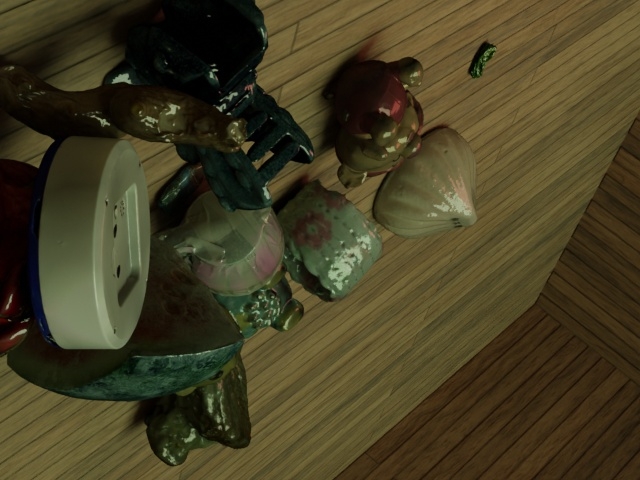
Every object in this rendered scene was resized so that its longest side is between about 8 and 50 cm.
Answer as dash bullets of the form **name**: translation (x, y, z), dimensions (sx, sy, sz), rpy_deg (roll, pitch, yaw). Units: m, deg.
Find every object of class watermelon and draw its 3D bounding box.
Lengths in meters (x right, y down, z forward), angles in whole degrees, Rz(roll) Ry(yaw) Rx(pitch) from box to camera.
- **watermelon**: translation (-0.286, 0.098, 1.770), dimensions (0.228, 0.387, 0.258), rpy_deg (6, 81, -41)

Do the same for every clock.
- **clock**: translation (-0.245, 0.003, 1.353), dimensions (0.230, 0.083, 0.230), rpy_deg (1, 90, -82)

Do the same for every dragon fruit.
- **dragon fruit**: translation (-0.377, 0.014, 1.345), dimensions (0.234, 0.234, 0.293), rpy_deg (-49, -163, -5)

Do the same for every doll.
- **doll**: translation (0.103, -0.202, 2.141), dimensions (0.196, 0.152, 0.256), rpy_deg (-32, 161, -12)
- **doll**: translation (-0.176, 0.133, 2.118), dimensions (0.260, 0.161, 0.177), rpy_deg (-44, 140, -22)

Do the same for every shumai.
- **shumai**: translation (-0.244, 0.285, 2.295), dimensions (0.222, 0.203, 0.272), rpy_deg (-86, 167, -65)

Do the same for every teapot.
- **teapot**: translation (-0.169, -0.011, 1.903), dimensions (0.178, 0.221, 0.163), rpy_deg (84, 13, -76)

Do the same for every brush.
- **brush**: translation (-0.172, -0.116, 1.885), dimensions (0.196, 0.021, 0.070), rpy_deg (-48, 162, -9)

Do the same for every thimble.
- **thimble**: translation (0.000, 0.000, 2.250), dimensions (0.149, 0.185, 0.211), rpy_deg (-48, 126, -13)

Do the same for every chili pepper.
- **chili pepper**: translation (0.325, -0.360, 2.516), dimensions (0.091, 0.030, 0.034), rpy_deg (-64, 177, 37)

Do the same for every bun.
- **bun**: translation (0.254, -0.093, 2.629), dimensions (0.263, 0.175, 0.263), rpy_deg (-41, 157, -22)

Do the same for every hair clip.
- **hair clip**: translation (-0.134, -0.189, 1.561), dimensions (0.194, 0.206, 0.310), rpy_deg (-47, 144, -22)

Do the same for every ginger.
- **ginger**: translation (-0.226, -0.137, 1.393), dimensions (0.122, 0.290, 0.084), rpy_deg (-109, -152, -80)
